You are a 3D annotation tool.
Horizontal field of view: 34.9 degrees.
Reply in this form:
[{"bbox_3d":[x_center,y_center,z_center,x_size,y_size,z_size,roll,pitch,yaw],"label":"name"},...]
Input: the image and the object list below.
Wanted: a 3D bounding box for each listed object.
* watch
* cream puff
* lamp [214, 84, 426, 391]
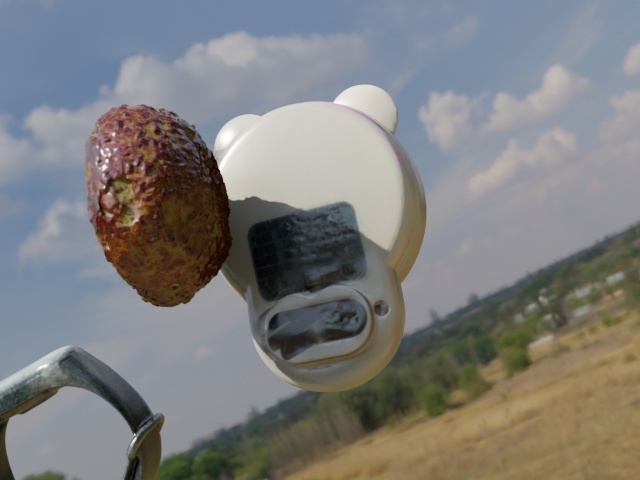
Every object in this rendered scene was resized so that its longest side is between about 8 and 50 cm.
[{"bbox_3d":[-0.253,0.213,1.034,0.206,0.193,0.068,-29,4,20],"label":"watch"},{"bbox_3d":[-0.109,-0.028,0.730,0.084,0.149,0.149,-14,-8,8],"label":"cream puff"},{"bbox_3d":[0.001,0.002,0.823,0.179,0.246,0.108,-14,-18,17],"label":"lamp"}]
